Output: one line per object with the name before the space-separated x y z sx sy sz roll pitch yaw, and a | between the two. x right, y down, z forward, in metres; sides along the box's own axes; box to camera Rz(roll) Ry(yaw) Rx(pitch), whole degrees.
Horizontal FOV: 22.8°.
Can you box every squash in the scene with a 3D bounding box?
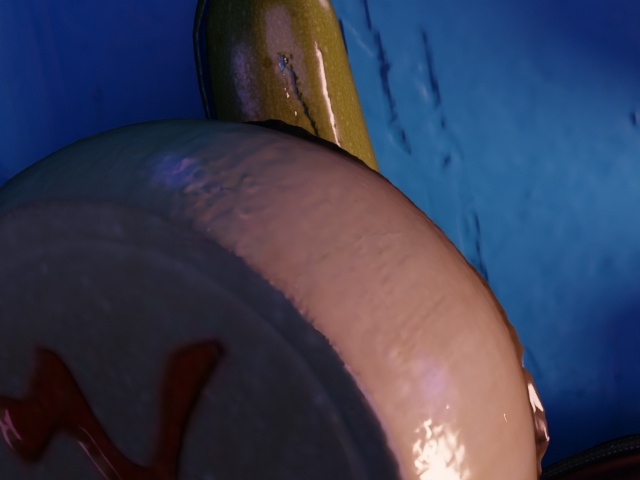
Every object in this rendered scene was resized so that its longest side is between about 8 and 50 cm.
squash | 0.000 0.000 0.873 0.094 0.094 0.341 -16 105 4

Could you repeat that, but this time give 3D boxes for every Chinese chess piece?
Chinese chess piece | -0.054 0.104 0.810 0.338 0.140 0.338 12 115 26

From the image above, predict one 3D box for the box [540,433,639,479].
box | 0.207 0.308 0.941 0.263 0.108 0.404 -25 103 6
